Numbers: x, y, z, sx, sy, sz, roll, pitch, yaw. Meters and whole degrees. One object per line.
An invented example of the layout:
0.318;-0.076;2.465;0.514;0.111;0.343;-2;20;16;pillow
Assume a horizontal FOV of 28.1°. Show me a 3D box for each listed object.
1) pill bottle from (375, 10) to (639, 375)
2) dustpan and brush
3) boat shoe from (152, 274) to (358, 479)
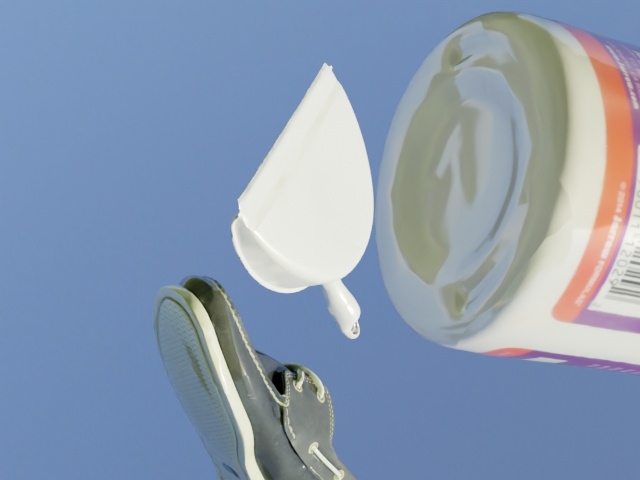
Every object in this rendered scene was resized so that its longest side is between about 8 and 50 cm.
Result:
0.125;-0.005;0.437;0.194;0.108;0.108;10;-132;-27;pill bottle
0.000;0.000;0.899;0.060;0.211;0.147;0;-134;37;dustpan and brush
-0.034;0.102;0.769;0.079;0.233;0.084;-38;-141;-20;boat shoe
